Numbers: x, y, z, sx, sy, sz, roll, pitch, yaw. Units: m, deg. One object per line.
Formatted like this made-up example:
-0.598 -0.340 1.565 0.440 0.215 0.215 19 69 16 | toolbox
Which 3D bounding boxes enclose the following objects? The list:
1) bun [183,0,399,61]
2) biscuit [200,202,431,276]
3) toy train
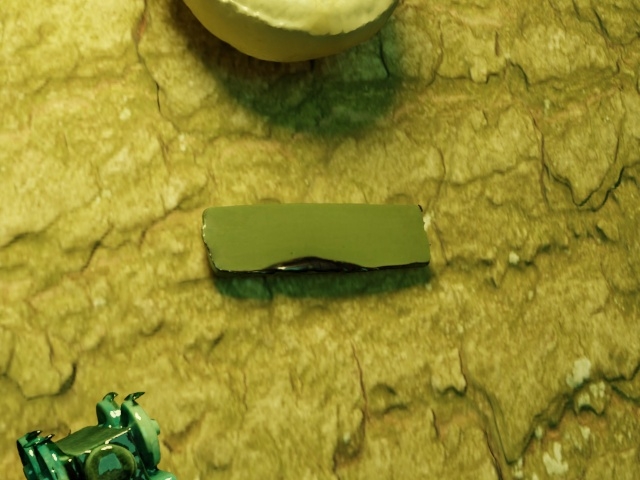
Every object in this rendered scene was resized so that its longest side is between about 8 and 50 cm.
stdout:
-0.063 -0.396 1.110 0.364 0.202 0.364 6 74 -22 | bun
0.000 0.000 1.086 0.323 0.038 0.099 -3 69 -28 | biscuit
-0.197 0.235 0.793 0.112 0.203 0.163 -22 91 -28 | toy train
